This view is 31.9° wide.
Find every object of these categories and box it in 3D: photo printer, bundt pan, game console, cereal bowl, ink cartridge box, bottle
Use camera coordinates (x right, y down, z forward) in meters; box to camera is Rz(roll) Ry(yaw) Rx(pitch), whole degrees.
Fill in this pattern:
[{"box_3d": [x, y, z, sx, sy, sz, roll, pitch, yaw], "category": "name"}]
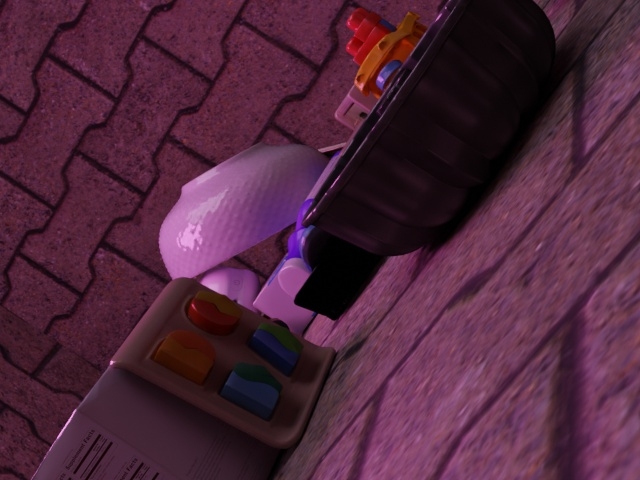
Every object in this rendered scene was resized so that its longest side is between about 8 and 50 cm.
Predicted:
[{"box_3d": [-0.176, 0.188, 1.873, 0.307, 0.107, 0.256, 134, 143, -68], "category": "photo printer"}, {"box_3d": [0.120, -0.117, 1.136, 0.331, 0.124, 0.331, -55, 3, 5], "category": "bundt pan"}, {"box_3d": [0.024, 0.034, 1.450, 0.122, 0.071, 0.107, -55, 11, 12], "category": "game console"}, {"box_3d": [-0.133, -0.068, 1.896, 0.339, 0.141, 0.339, -30, 4, 2], "category": "cereal bowl"}, {"box_3d": [-0.037, 0.072, 1.782, 0.092, 0.090, 0.143, -55, 3, 15], "category": "ink cartridge box"}, {"box_3d": [0.020, -0.024, 1.706, 0.092, 0.118, 0.283, -1, 39, 29], "category": "bottle"}]

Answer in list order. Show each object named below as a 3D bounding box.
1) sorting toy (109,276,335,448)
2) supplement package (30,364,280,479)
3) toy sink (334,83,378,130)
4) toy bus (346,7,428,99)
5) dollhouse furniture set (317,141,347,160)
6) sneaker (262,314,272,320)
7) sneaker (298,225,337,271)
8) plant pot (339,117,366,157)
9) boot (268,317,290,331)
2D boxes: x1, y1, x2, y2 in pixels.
[{"box_3d": [-0.096, 0.119, 1.197, 0.193, 0.208, 0.038, -62, -4, -61], "category": "sorting toy"}, {"box_3d": [-0.167, 0.228, 1.196, 0.149, 0.203, 0.194, -54, 4, 29], "category": "supplement package"}, {"box_3d": [0.123, -0.238, 1.976, 0.131, 0.152, 0.234, -57, 4, -5], "category": "toy sink"}, {"box_3d": [0.117, -0.233, 1.544, 0.149, 0.211, 0.220, -52, 6, 26], "category": "toy bus"}, {"box_3d": [0.074, -0.074, 2.067, 0.101, 0.161, 0.182, -11, 78, 36], "category": "dollhouse furniture set"}, {"box_3d": [-0.071, 0.136, 1.916, 0.067, 0.064, 0.175, -44, 11, 22], "category": "sneaker"}, {"box_3d": [0.000, 0.000, 1.475, 0.069, 0.082, 0.209, -51, -18, 5], "category": "sneaker"}, {"box_3d": [0.112, -0.143, 1.707, 0.096, 0.109, 0.109, -36, 16, 39], "category": "plant pot"}, {"box_3d": [-0.071, 0.178, 1.620, 0.137, 0.077, 0.198, -30, 21, 48], "category": "boot"}]
